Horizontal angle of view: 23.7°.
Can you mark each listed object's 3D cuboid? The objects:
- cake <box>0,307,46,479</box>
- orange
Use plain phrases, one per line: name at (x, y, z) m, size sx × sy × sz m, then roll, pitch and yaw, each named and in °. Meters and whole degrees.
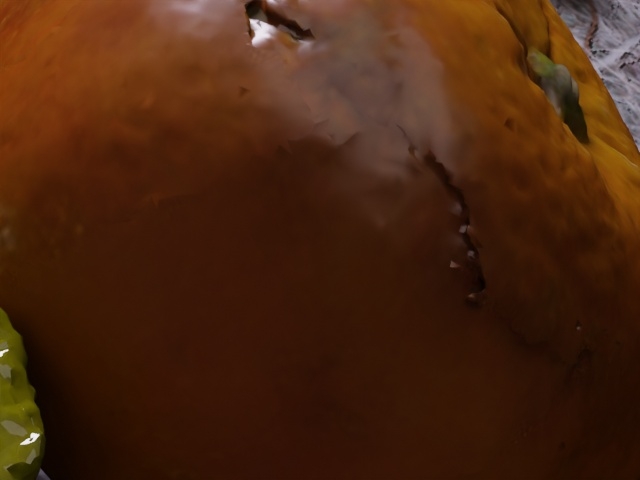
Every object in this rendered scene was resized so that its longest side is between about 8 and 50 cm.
cake at (-0.218, 0.069, 0.398) m, size 0.260 × 0.156 × 0.179 m, roll -22°, pitch 70°, yaw -44°
orange at (0.000, 0.000, 0.550) m, size 0.284 × 0.226 × 0.284 m, roll 39°, pitch 30°, yaw -28°
